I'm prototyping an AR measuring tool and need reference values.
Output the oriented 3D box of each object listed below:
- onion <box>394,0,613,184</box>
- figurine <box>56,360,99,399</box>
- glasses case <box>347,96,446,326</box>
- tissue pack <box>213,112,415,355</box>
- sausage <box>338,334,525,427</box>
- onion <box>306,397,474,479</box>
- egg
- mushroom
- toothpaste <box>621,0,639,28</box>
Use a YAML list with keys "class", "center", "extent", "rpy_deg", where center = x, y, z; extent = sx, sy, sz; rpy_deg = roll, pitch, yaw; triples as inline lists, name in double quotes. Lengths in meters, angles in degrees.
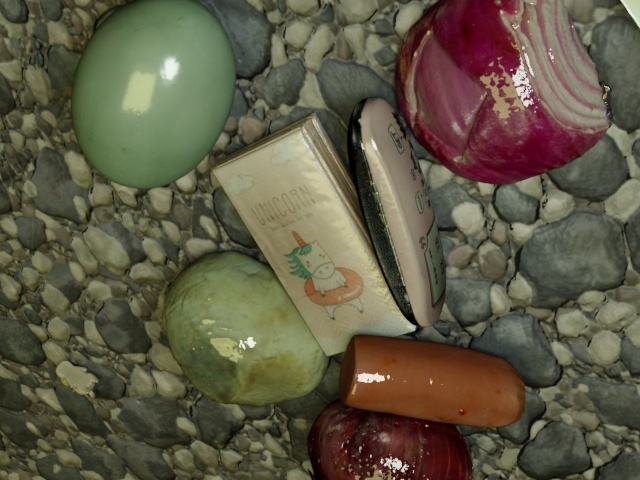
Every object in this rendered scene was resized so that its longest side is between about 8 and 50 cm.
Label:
- class: "onion"
  center: [0.192, -0.165, 1.094]
  extent: [0.247, 0.111, 0.250]
  rpy_deg: [-21, 110, 33]
- class: "figurine"
  center: [-0.446, 0.258, 1.711]
  extent: [0.083, 0.047, 0.050]
  rpy_deg: [34, 139, 9]
- class: "glasses case"
  center: [0.102, -0.034, 1.209]
  extent: [0.075, 0.122, 0.314]
  rpy_deg: [-8, 114, 24]
- class: "tissue pack"
  center: [0.000, 0.000, 1.312]
  extent: [0.170, 0.071, 0.325]
  rpy_deg: [-19, 109, 35]
- class: "sausage"
  center: [0.159, 0.194, 1.290]
  extent: [0.259, 0.113, 0.113]
  rpy_deg: [9, 126, -8]
- class: "onion"
  center: [0.106, 0.303, 1.380]
  extent: [0.252, 0.219, 0.252]
  rpy_deg: [17, 164, 5]
- class: "egg"
  center: [-0.218, -0.190, 1.218]
  extent: [0.203, 0.203, 0.282]
  rpy_deg: [35, 131, 3]
- class: "mushroom"
  center: [-0.112, 0.150, 1.401]
  extent: [0.189, 0.164, 0.267]
  rpy_deg: [-21, 108, 35]
- class: "toothpaste"
  center: [0.381, -0.221, 0.979]
  extent: [0.071, 0.089, 0.313]
  rpy_deg: [-33, 101, 30]
